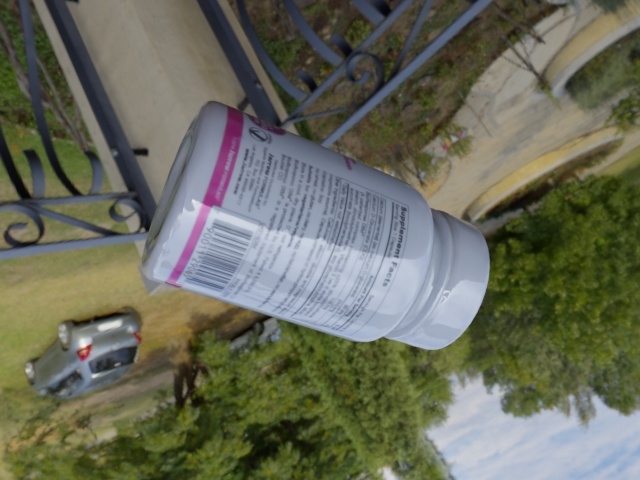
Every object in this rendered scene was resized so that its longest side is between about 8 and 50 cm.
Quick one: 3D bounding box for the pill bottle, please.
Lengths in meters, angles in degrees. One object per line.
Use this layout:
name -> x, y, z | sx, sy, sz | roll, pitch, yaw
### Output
pill bottle -> 0.000, 0.000, 0.520 | 0.283, 0.160, 0.160 | 20, 145, -21
